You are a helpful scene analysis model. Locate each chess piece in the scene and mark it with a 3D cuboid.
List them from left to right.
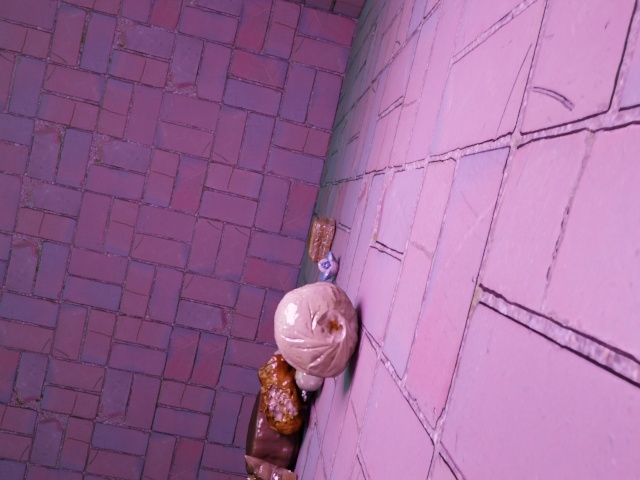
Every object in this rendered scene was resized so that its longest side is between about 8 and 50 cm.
[{"bbox_3d":[-0.028,0.363,1.732,0.133,0.133,0.244,151,128,-83],"label":"chess piece"}]

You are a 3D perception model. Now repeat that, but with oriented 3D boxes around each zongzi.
[{"bbox_3d":[-0.191,0.833,1.880,0.094,0.204,0.205,-59,-7,-35],"label":"zongzi"}]

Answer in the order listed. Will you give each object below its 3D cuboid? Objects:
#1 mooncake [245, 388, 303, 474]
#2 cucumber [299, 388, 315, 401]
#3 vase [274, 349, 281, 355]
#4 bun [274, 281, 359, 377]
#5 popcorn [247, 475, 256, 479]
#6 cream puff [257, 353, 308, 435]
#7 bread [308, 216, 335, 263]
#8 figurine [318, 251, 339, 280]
[{"bbox_3d":[-0.175,0.730,2.040,0.324,0.187,0.324,-168,90,-83],"label":"mooncake"},{"bbox_3d":[-0.041,0.445,1.890,0.300,0.072,0.072,-89,13,-52],"label":"cucumber"},{"bbox_3d":[-0.115,0.495,2.178,0.360,0.164,0.165,112,170,-78],"label":"vase"},{"bbox_3d":[0.009,0.212,1.340,0.153,0.243,0.244,-30,43,50],"label":"bun"},{"bbox_3d":[-0.219,0.984,2.099,0.142,0.173,0.174,83,-168,-52],"label":"popcorn"},{"bbox_3d":[-0.127,0.537,1.867,0.241,0.154,0.269,62,-159,-60],"label":"cream puff"},{"bbox_3d":[0.000,0.000,2.365,0.138,0.102,0.197,-85,7,-70],"label":"bread"},{"bbox_3d":[0.026,0.098,1.972,0.114,0.078,0.115,-173,90,-82],"label":"figurine"}]
